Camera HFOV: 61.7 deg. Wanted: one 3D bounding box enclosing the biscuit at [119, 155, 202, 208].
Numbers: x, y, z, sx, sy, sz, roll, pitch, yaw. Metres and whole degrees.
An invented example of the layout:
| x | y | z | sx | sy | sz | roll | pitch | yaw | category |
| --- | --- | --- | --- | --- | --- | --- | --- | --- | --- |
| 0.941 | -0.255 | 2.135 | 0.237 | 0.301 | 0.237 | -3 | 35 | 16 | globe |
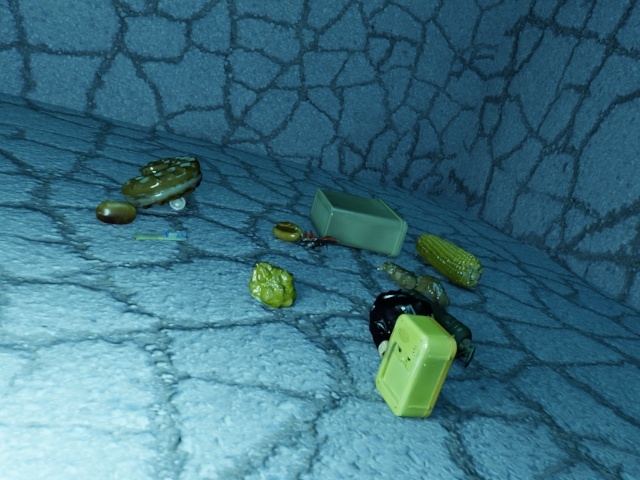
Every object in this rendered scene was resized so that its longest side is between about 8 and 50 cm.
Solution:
| x | y | z | sx | sy | sz | roll | pitch | yaw | category |
| --- | --- | --- | --- | --- | --- | --- | --- | --- | --- |
| -0.573 | -0.227 | 1.995 | 0.267 | 0.115 | 0.366 | -12 | 24 | 1 | biscuit |

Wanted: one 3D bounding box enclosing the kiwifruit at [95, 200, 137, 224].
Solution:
| x | y | z | sx | sy | sz | roll | pitch | yaw | category |
| --- | --- | --- | --- | --- | --- | --- | --- | --- | --- |
| -0.640 | -0.088 | 1.682 | 0.124 | 0.075 | 0.075 | 1 | 23 | -34 | kiwifruit |

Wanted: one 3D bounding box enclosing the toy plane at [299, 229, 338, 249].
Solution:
| x | y | z | sx | sy | sz | roll | pitch | yaw | category |
| --- | --- | --- | --- | --- | --- | --- | --- | --- | --- |
| -0.001 | 0.004 | 2.071 | 0.130 | 0.061 | 0.189 | 2 | 10 | -45 | toy plane |

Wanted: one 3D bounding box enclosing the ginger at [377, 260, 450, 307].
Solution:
| x | y | z | sx | sy | sz | roll | pitch | yaw | category |
| --- | --- | --- | --- | --- | --- | --- | --- | --- | --- |
| 0.350 | 0.150 | 1.958 | 0.290 | 0.084 | 0.122 | 29 | 13 | 30 | ginger |

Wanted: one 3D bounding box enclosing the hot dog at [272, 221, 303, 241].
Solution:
| x | y | z | sx | sy | sz | roll | pitch | yaw | category |
| --- | --- | --- | --- | --- | --- | --- | --- | --- | --- |
| -0.133 | -0.031 | 2.066 | 0.140 | 0.060 | 0.090 | 16 | 39 | 20 | hot dog |

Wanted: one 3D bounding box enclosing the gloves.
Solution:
| x | y | z | sx | sy | sz | roll | pitch | yaw | category |
| --- | --- | --- | --- | --- | --- | --- | --- | --- | --- |
| 0.228 | 0.247 | 1.462 | 0.197 | 0.153 | 0.301 | -14 | 41 | -12 | gloves |

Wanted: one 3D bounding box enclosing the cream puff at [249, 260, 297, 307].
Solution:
| x | y | z | sx | sy | sz | roll | pitch | yaw | category |
| --- | --- | --- | --- | --- | --- | --- | --- | --- | --- |
| -0.131 | 0.117 | 1.509 | 0.146 | 0.117 | 0.146 | 13 | 16 | -4 | cream puff |

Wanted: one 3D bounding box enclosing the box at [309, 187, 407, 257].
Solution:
| x | y | z | sx | sy | sz | roll | pitch | yaw | category |
| --- | --- | --- | --- | --- | --- | --- | --- | --- | --- |
| 0.157 | -0.089 | 2.362 | 0.343 | 0.178 | 0.352 | 12 | 19 | -17 | box |

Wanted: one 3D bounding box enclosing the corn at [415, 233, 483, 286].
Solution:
| x | y | z | sx | sy | sz | roll | pitch | yaw | category |
| --- | --- | --- | --- | --- | --- | --- | --- | --- | --- |
| 0.555 | 0.079 | 2.315 | 0.143 | 0.144 | 0.387 | 10 | 16 | -26 | corn |

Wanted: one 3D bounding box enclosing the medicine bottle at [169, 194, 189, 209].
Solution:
| x | y | z | sx | sy | sz | roll | pitch | yaw | category |
| --- | --- | --- | --- | --- | --- | --- | --- | --- | --- |
| -0.546 | -0.179 | 2.099 | 0.059 | 0.059 | 0.231 | 15 | 17 | -11 | medicine bottle |

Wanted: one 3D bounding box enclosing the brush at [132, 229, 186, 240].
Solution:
| x | y | z | sx | sy | sz | roll | pitch | yaw | category |
| --- | --- | --- | --- | --- | --- | --- | --- | --- | --- |
| -0.501 | -0.016 | 1.689 | 0.178 | 0.030 | 0.033 | 1 | 34 | -45 | brush |

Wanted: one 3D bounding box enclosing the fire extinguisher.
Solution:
| x | y | z | sx | sy | sz | roll | pitch | yaw | category |
| --- | --- | --- | --- | --- | --- | --- | --- | --- | --- |
| 0.356 | 0.262 | 1.607 | 0.114 | 0.096 | 0.311 | -30 | 37 | -20 | fire extinguisher |

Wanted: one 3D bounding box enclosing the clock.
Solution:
| x | y | z | sx | sy | sz | roll | pitch | yaw | category |
| --- | --- | --- | --- | --- | --- | --- | --- | --- | --- |
| 0.211 | 0.279 | 1.199 | 0.096 | 0.203 | 0.143 | 10 | 18 | -22 | clock |
